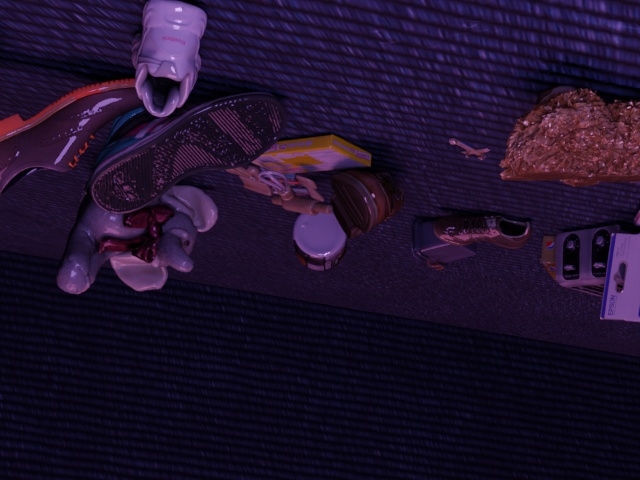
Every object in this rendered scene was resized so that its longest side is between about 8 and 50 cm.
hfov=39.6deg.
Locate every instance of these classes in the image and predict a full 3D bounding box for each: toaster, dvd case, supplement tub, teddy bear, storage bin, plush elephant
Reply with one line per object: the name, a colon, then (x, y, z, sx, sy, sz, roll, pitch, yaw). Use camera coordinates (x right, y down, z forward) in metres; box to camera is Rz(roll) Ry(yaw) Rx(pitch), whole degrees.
toaster: (0.567, 0.043, 1.712, 0.185, 0.110, 0.168, 15, 168, -28)
dvd case: (-0.070, -0.108, 1.694, 0.087, 0.013, 0.119, 5, 167, 20)
supplement tub: (0.000, 0.000, 1.909, 0.117, 0.117, 0.190, 8, 169, 2)
teddy bear: (0.387, -0.127, 1.088, 0.337, 0.113, 0.245, 0, 175, 2)
storage bin: (0.258, 0.005, 1.828, 0.091, 0.098, 0.135, -13, 158, 34)
plush elephant: (-0.348, -0.016, 1.758, 0.255, 0.272, 0.330, 28, -169, -22)

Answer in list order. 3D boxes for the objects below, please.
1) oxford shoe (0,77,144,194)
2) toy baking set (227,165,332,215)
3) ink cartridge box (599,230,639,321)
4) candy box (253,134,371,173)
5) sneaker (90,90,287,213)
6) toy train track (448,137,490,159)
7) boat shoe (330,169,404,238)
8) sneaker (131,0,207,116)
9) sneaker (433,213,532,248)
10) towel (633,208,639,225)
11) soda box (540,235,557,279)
oxford shoe: (-0.352, -0.150, 1.260, 0.271, 0.098, 0.097, -23, -179, 0)
toy baking set: (-0.075, -0.090, 1.590, 0.256, 0.030, 0.196, 14, 170, 43)
ink cartridge box: (0.664, 0.068, 1.573, 0.332, 0.166, 0.065, 5, -166, 3)
candy box: (-0.027, -0.140, 1.470, 0.205, 0.027, 0.105, -1, 168, 41)
sneaker: (-0.198, -0.156, 1.307, 0.295, 0.178, 0.124, -24, 123, 1)
toy train track: (0.222, -0.135, 1.342, 0.083, 0.014, 0.048, 20, 164, -42)
boat shoe: (0.084, -0.079, 1.513, 0.104, 0.111, 0.307, -29, 180, -6)
sneaker: (-0.194, -0.200, 1.080, 0.090, 0.115, 0.232, 10, 168, -8)
sneaker: (0.313, -0.030, 1.711, 0.188, 0.066, 0.071, 5, 152, -6)
towel: (0.630, -0.038, 1.485, 0.197, 0.029, 0.144, 6, 171, 13)
soda box: (0.510, 0.040, 1.870, 0.061, 0.058, 0.181, 3, 168, 24)
